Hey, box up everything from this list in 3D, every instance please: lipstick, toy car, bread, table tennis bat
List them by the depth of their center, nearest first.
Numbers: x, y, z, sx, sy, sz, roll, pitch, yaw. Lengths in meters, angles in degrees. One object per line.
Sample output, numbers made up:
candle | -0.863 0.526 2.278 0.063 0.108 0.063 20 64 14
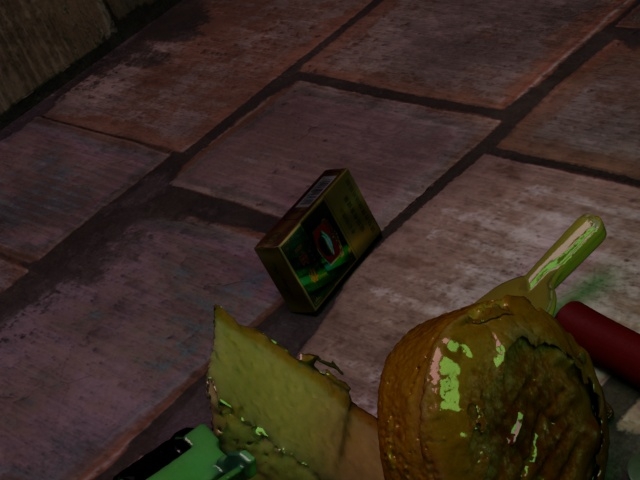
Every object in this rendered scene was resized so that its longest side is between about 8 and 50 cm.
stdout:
bread | 0.229 0.261 1.907 0.336 0.358 0.204 -16 3 -38
toy car | -0.210 0.402 1.950 0.176 0.359 0.213 34 44 27
bread | -0.011 0.267 2.071 0.279 0.315 0.248 -2 38 11
lipstick | 0.451 0.165 2.143 0.080 0.080 0.241 -34 35 -19
table tennis bat | 0.323 0.097 2.273 0.369 0.054 0.224 -46 20 -10

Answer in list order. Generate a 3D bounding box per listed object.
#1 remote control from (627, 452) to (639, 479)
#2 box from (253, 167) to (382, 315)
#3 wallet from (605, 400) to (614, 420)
remote control | 0.529 0.303 1.929 0.222 0.042 0.072 -11 34 15
box | 0.000 0.000 2.577 0.071 0.159 0.240 0 39 43
wallet | 0.363 0.238 2.137 0.095 0.026 0.176 -33 33 -6
